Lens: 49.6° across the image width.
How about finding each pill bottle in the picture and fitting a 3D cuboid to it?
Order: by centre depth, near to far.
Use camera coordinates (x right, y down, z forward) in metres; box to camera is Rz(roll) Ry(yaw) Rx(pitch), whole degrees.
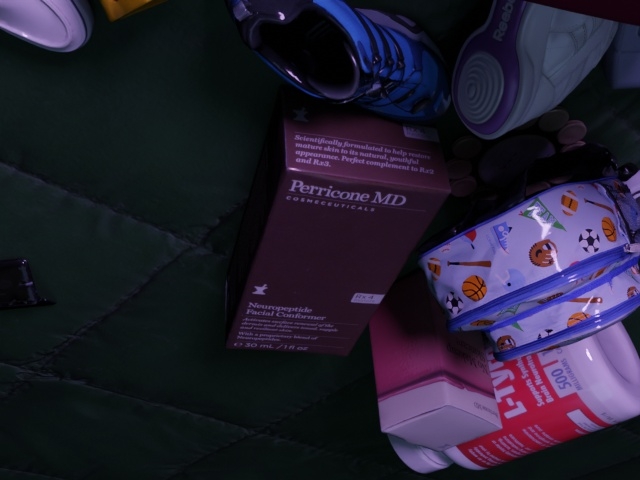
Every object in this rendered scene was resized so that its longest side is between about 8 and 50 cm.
[{"bbox_3d":[0.314,0.253,1.186,0.408,0.229,0.229,-34,134,31],"label":"pill bottle"}]

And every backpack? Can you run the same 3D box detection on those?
[{"bbox_3d":[0.253,0.030,0.838,0.263,0.213,0.276,1,149,-49],"label":"backpack"}]

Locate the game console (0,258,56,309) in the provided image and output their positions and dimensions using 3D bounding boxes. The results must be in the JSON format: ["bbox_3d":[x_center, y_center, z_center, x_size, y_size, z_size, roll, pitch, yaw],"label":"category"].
[{"bbox_3d":[-0.474,0.069,1.032,0.122,0.071,0.107,-6,113,1],"label":"game console"}]

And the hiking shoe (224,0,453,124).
[{"bbox_3d":[0.024,-0.169,0.673,0.304,0.132,0.113,22,135,-36],"label":"hiking shoe"}]

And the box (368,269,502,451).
[{"bbox_3d":[0.172,0.187,1.080,0.127,0.232,0.149,-32,135,32],"label":"box"}]

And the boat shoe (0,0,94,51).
[{"bbox_3d":[-0.316,-0.233,0.592,0.095,0.084,0.258,-33,135,31],"label":"boat shoe"}]

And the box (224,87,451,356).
[{"bbox_3d":[0.000,0.000,0.895,0.191,0.143,0.381,6,140,-14],"label":"box"}]

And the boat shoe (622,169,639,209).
[{"bbox_3d":[0.559,-0.070,0.880,0.335,0.119,0.121,-25,139,24],"label":"boat shoe"}]

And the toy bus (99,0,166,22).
[{"bbox_3d":[-0.160,-0.274,0.536,0.191,0.202,0.104,20,167,-39],"label":"toy bus"}]

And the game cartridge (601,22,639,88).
[{"bbox_3d":[0.390,-0.267,0.661,0.196,0.060,0.294,0,143,0],"label":"game cartridge"}]

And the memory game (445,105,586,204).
[{"bbox_3d":[0.250,-0.105,0.888,0.186,0.012,0.186,-4,142,-3],"label":"memory game"}]

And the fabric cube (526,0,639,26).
[{"bbox_3d":[0.284,-0.255,0.406,0.254,0.258,0.259,7,104,-13],"label":"fabric cube"}]

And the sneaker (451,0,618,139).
[{"bbox_3d":[0.231,-0.241,0.656,0.152,0.114,0.305,-17,145,-34],"label":"sneaker"}]
